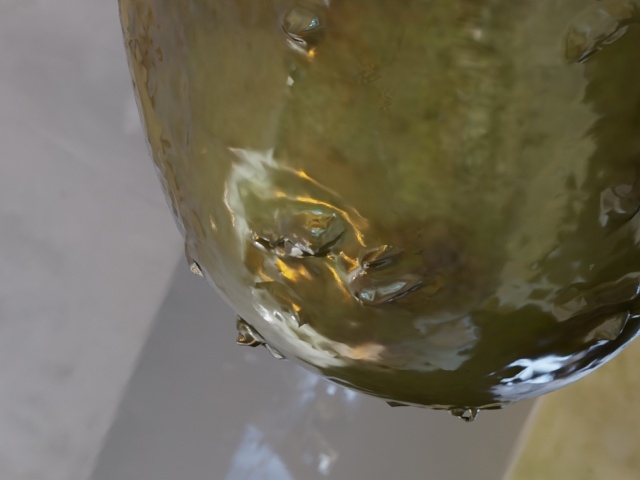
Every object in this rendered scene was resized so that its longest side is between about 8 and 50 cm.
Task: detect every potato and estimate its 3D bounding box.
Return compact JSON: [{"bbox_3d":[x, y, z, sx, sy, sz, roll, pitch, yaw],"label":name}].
[{"bbox_3d":[0.037,-0.095,0.394,0.210,0.173,0.307,-51,-31,-48],"label":"potato"}]
